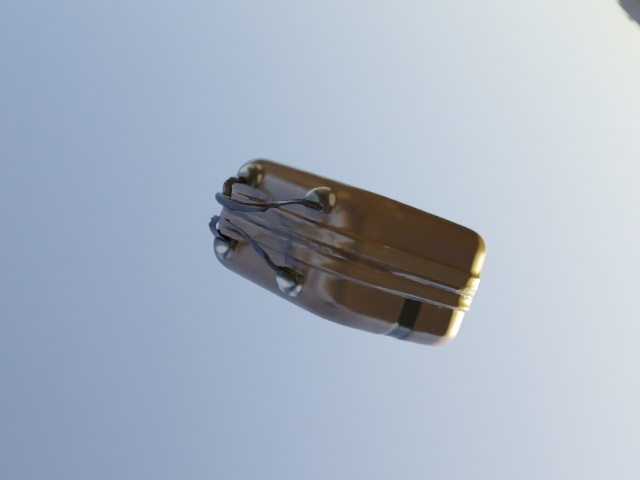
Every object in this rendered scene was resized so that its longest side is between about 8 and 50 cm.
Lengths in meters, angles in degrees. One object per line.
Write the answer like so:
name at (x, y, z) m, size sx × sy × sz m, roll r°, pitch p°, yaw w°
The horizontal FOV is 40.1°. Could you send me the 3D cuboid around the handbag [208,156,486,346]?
handbag at (0.000, 0.000, 0.985) m, size 0.283 × 0.149 × 0.302 m, roll 19°, pitch -176°, yaw -40°
